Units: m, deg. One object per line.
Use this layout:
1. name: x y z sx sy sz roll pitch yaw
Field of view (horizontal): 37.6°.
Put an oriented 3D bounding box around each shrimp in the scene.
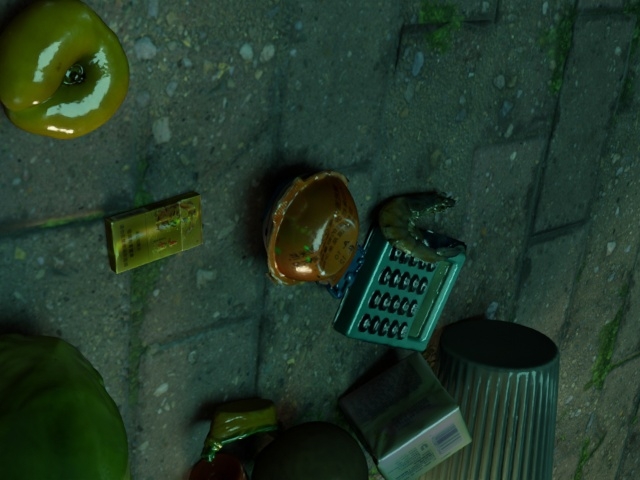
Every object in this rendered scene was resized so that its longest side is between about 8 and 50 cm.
1. shrimp: 0.201 -0.026 1.761 0.217 0.150 0.051 -21 157 -40

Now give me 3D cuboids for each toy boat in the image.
1. toy boat: -0.128 0.333 1.664 0.230 0.089 0.088 0 97 -55

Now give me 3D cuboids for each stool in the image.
1. stool: 0.364 0.365 2.018 0.297 0.297 0.329 -14 115 -38

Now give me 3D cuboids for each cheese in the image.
1. cheese: 0.000 0.000 1.587 0.217 0.129 0.329 -57 149 -9

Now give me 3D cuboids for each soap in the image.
1. soap: 0.167 0.356 1.863 0.199 0.182 0.138 -33 134 -4

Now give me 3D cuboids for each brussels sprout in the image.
1. brussels sprout: -0.390 0.314 1.230 0.276 0.315 0.371 62 39 -50

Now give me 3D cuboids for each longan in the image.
1. longan: -0.015 0.418 1.671 0.213 0.198 0.198 -1 113 -24

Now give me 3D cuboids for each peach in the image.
1. peach: -0.327 -0.213 1.177 0.179 0.103 0.179 -21 126 -32

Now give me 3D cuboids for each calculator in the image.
1. calculator: 0.164 0.092 1.839 0.274 0.058 0.248 17 99 -46

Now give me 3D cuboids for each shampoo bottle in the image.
1. shampoo bottle: -0.153 0.515 1.731 0.104 0.104 0.278 -37 133 -24

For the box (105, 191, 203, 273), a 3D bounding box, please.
1. box: -0.247 -0.013 1.417 0.156 0.022 0.089 -19 124 -36
